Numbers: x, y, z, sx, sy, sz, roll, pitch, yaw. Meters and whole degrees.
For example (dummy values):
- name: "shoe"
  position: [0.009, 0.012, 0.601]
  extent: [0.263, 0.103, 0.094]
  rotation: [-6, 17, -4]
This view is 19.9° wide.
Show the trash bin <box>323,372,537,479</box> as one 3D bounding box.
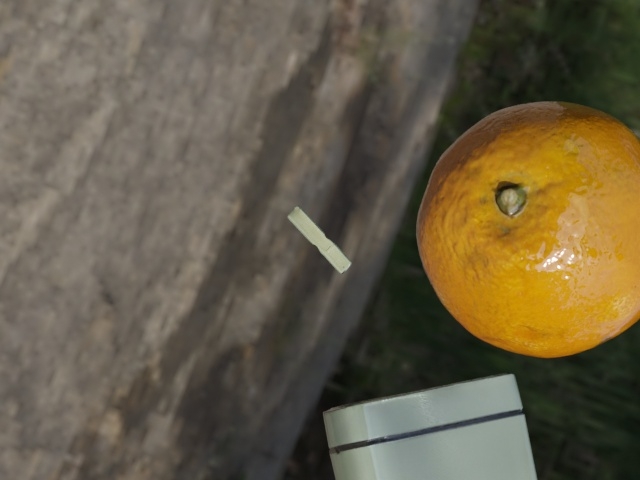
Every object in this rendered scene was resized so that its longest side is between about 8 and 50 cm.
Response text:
- name: "trash bin"
  position: [0.070, 0.150, 1.048]
  extent: [0.059, 0.116, 0.129]
  rotation: [154, -75, -67]

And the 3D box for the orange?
- name: "orange"
  position: [0.265, -0.015, 2.153]
  extent: [0.312, 0.312, 0.312]
  rotation: [19, 90, -75]

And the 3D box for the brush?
- name: "brush"
  position: [0.000, 0.000, 1.754]
  extent: [0.016, 0.083, 0.013]
  rotation: [-43, 157, 0]
